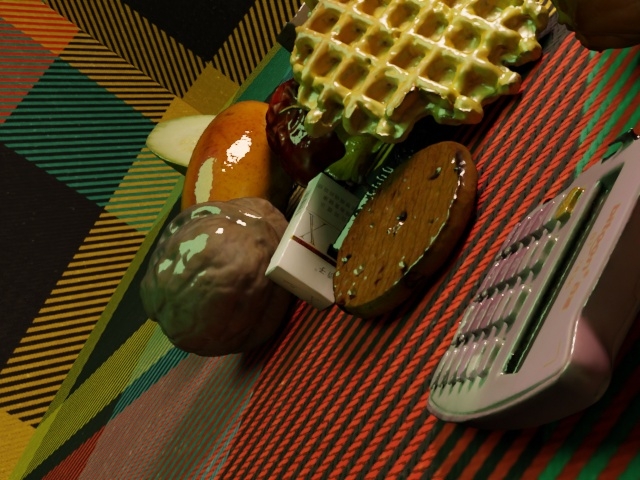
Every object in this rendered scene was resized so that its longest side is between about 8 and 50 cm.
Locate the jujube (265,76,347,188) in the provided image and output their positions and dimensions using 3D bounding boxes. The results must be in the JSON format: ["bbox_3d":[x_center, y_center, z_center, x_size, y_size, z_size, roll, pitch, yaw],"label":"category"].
[{"bbox_3d":[-0.003,-0.157,1.317,0.155,0.155,0.230,-52,25,15],"label":"jujube"}]

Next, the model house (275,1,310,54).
[{"bbox_3d":[0.065,-0.261,1.183,0.204,0.211,0.243,-49,12,31],"label":"model house"}]

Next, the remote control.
[{"bbox_3d":[0.097,-0.081,1.033,0.063,0.025,0.245,29,84,46],"label":"remote control"}]

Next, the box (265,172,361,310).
[{"bbox_3d":[0.000,0.000,1.083,0.040,0.084,0.154,-34,26,50],"label":"box"}]

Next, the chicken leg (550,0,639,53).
[{"bbox_3d":[0.299,-0.320,0.734,0.409,0.182,0.295,-53,-2,-6],"label":"chicken leg"}]

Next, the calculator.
[{"bbox_3d":[0.143,0.038,0.575,0.194,0.043,0.294,-61,2,-13],"label":"calculator"}]

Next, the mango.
[{"bbox_3d":[-0.142,-0.066,1.446,0.201,0.199,0.350,-14,49,42],"label":"mango"}]

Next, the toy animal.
[{"bbox_3d":[0.053,-0.115,1.168,0.155,0.219,0.095,14,-86,-67],"label":"toy animal"}]

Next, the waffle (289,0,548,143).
[{"bbox_3d":[0.104,-0.245,1.020,0.312,0.060,0.307,-4,63,23],"label":"waffle"}]

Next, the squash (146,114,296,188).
[{"bbox_3d":[-0.166,-0.172,1.628,0.189,0.260,0.189,-51,13,16],"label":"squash"}]

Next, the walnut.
[{"bbox_3d":[-0.126,0.046,1.177,0.224,0.224,0.224,-50,16,20],"label":"walnut"}]

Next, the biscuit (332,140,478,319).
[{"bbox_3d":[0.085,-0.012,0.913,0.212,0.036,0.212,-46,22,24],"label":"biscuit"}]
